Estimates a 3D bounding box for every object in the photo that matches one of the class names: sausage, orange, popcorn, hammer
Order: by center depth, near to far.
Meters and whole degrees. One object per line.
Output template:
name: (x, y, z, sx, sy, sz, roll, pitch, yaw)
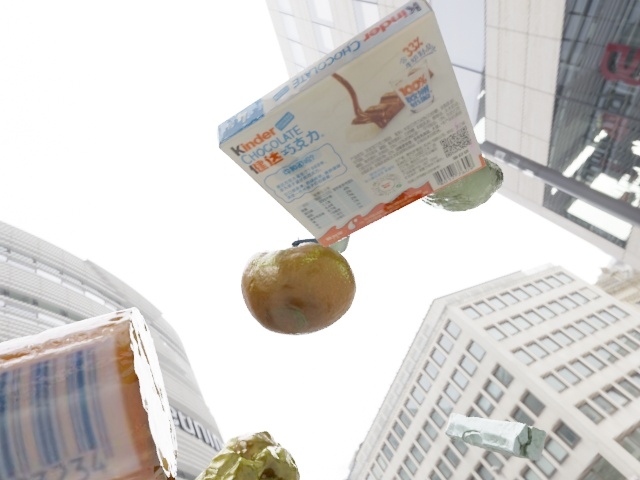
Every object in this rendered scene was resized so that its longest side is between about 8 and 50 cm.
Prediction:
sausage: (-0.341, 0.228, 0.523, 0.287, 0.233, 0.233, -16, -52, -17)
popcorn: (-0.157, 0.507, 0.818, 0.286, 0.215, 0.252, -42, -58, -14)
orange: (-0.077, 0.142, 1.222, 0.196, 0.334, 0.263, -47, -52, -59)
hammer: (0.000, 0.000, 1.421, 0.193, 0.070, 0.116, -6, -33, -11)

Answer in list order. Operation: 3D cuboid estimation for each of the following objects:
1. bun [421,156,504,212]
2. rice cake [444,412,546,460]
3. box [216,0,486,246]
bun: (0.212, -0.114, 0.756, 0.195, 0.195, 0.118, 17, -70, -40)
rice cake: (0.367, 0.426, 0.970, 0.066, 0.063, 0.336, -64, 0, -21)
box: (0.054, -0.121, 0.572, 0.273, 0.048, 0.265, -26, -38, 16)
